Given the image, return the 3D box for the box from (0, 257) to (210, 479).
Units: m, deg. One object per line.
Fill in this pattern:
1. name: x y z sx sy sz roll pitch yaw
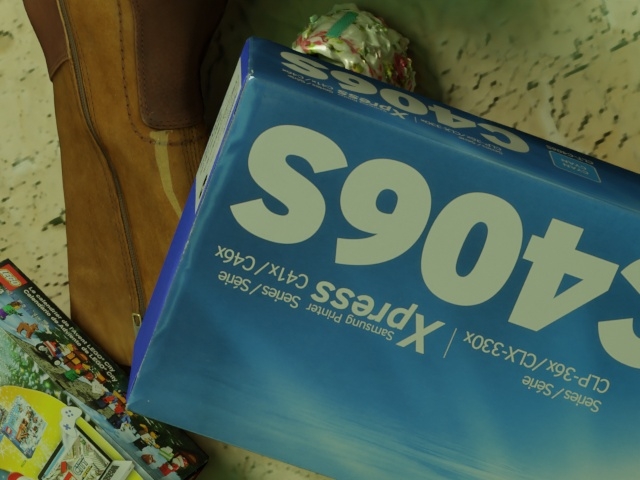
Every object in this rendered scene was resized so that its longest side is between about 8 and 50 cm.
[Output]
1. box: -0.178 0.145 1.023 0.159 0.044 0.233 44 126 11

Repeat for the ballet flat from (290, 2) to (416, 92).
1. ballet flat: 0.000 0.000 0.933 0.091 0.077 0.241 4 101 20

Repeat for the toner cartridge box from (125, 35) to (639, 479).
1. toner cartridge box: 0.102 0.047 0.822 0.347 0.075 0.165 19 109 -8

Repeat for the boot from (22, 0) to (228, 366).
1. boot: -0.071 -0.057 0.898 0.264 0.096 0.280 3 101 48
